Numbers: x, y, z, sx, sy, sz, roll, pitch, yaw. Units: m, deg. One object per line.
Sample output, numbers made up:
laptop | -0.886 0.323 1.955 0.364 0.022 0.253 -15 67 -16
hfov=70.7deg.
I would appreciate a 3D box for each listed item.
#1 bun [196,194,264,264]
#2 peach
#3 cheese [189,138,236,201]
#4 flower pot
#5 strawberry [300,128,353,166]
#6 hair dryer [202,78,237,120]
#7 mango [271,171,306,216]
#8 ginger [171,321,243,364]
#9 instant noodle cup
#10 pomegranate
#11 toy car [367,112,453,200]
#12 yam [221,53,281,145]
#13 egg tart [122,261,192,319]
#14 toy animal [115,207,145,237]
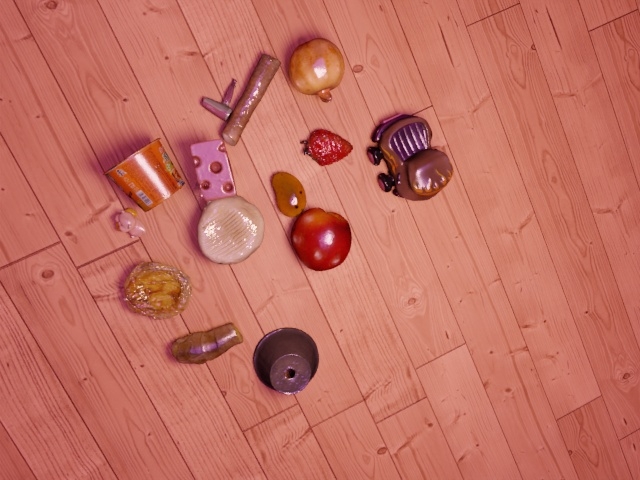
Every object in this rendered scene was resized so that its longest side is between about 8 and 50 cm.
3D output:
bun | -0.323 -0.044 1.654 0.260 0.160 0.259 0 97 1
peach | 0.000 0.000 1.691 0.244 0.199 0.243 0 99 1
cheese | -0.383 -0.254 1.611 0.128 0.177 0.202 -15 105 -7
flower pot | -0.124 0.483 1.739 0.269 0.166 0.268 -1 94 -9
strawberry | 0.027 -0.353 1.716 0.192 0.085 0.140 29 89 -13
hair dryer | -0.352 -0.528 1.660 0.106 0.054 0.154 32 80 -7
mango | -0.116 -0.177 1.711 0.115 0.090 0.177 -14 90 0
ginger | -0.428 0.396 1.712 0.263 0.116 0.109 -17 139 -12
instant noodle cup | -0.597 -0.222 1.568 0.230 0.230 0.182 -36 110 -4
pomegranate | -0.014 -0.624 1.631 0.207 0.207 0.207 -1 96 -9
toy car | 0.349 -0.310 1.693 0.271 0.240 0.340 -28 102 -7
yam | -0.259 -0.515 1.652 0.081 0.081 0.356 28 89 -11
egg tart | -0.594 0.176 1.667 0.253 0.098 0.231 -16 105 -3
toy animal | -0.697 -0.055 1.629 0.091 0.082 0.114 -31 101 -4
